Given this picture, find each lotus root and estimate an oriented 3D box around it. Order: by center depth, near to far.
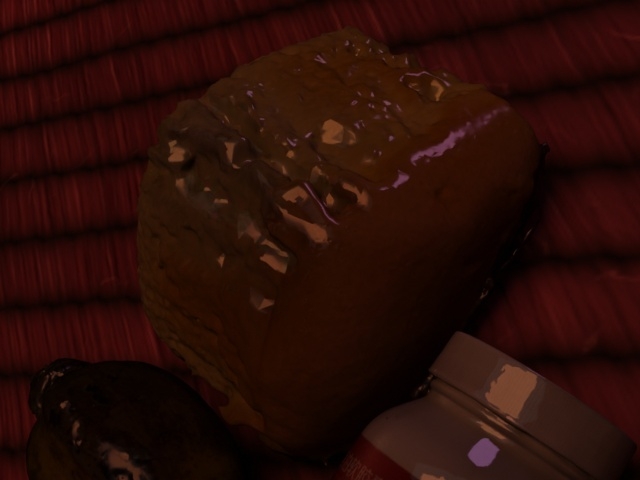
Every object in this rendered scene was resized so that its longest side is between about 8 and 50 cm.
[{"bbox_3d":[-0.120,0.141,0.635,0.209,0.120,0.120,36,88,38],"label":"lotus root"}]

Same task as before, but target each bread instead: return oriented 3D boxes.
[{"bbox_3d":[0.000,0.000,0.602,0.204,0.162,0.262,33,95,30],"label":"bread"}]

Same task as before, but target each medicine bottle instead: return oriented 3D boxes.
[{"bbox_3d":[0.044,0.177,0.492,0.131,0.131,0.250,30,85,41],"label":"medicine bottle"}]
